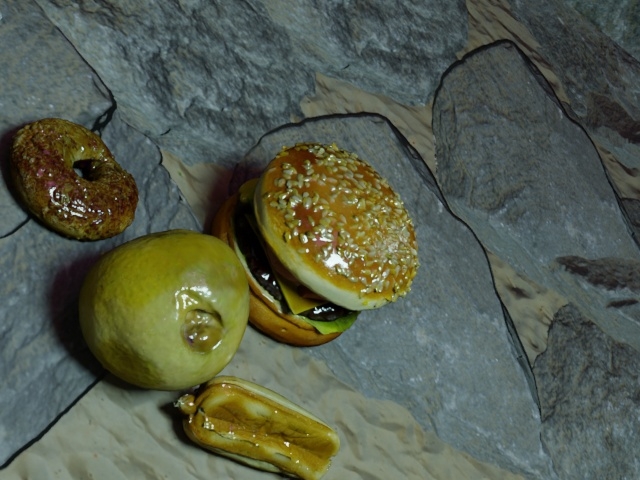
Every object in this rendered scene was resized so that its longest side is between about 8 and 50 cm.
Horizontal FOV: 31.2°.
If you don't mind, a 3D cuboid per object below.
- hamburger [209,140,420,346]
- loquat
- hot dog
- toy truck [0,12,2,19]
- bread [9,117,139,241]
[{"bbox_3d":[0.000,0.000,1.644,0.291,0.225,0.291,27,42,-27],"label":"hamburger"},{"bbox_3d":[-0.192,0.087,1.414,0.213,0.213,0.213,26,45,-29],"label":"loquat"},{"bbox_3d":[-0.083,0.239,1.485,0.249,0.102,0.076,27,3,-32],"label":"hot dog"},{"bbox_3d":[-0.481,-0.297,1.515,0.123,0.063,0.052,-19,75,-50],"label":"toy truck"},{"bbox_3d":[-0.322,-0.083,1.512,0.193,0.064,0.193,30,40,-28],"label":"bread"}]
